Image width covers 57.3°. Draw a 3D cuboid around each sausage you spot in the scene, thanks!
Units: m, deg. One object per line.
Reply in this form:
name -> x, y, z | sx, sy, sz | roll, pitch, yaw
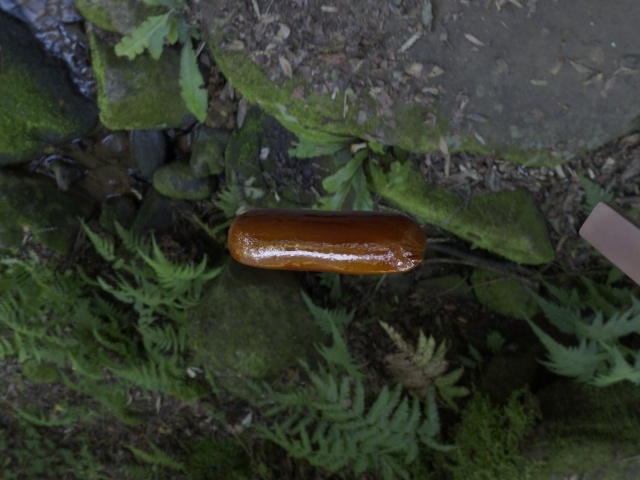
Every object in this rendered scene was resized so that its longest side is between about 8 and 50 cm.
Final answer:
sausage -> 0.000, 0.000, 0.832 | 0.300, 0.089, 0.083 | 1, 128, 23

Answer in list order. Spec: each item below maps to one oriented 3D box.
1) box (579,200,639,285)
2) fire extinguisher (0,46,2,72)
box -> 0.316, 0.009, 0.590 | 0.025, 0.115, 0.048 | 5, 123, -32
fire extinguisher -> -0.383, -0.124, 0.497 | 0.341, 0.142, 0.105 | -17, 149, 27
